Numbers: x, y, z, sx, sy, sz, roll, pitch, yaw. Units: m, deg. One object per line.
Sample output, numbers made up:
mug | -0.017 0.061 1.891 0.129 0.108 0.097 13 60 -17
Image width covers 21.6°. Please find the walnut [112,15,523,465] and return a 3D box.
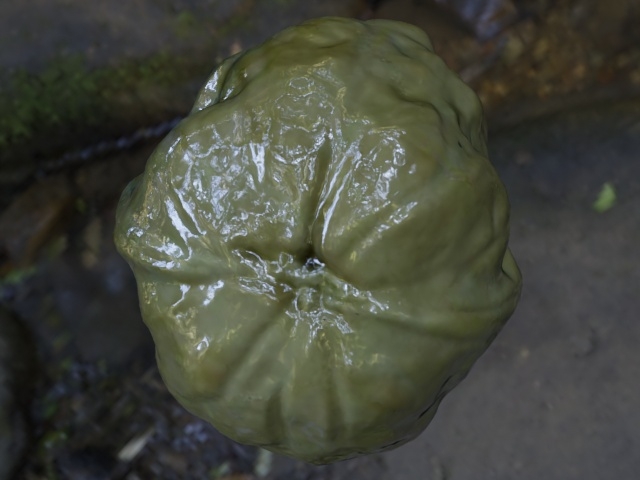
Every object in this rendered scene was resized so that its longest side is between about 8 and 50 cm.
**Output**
walnut | 0.000 -0.002 1.115 0.253 0.282 0.277 -14 20 3
